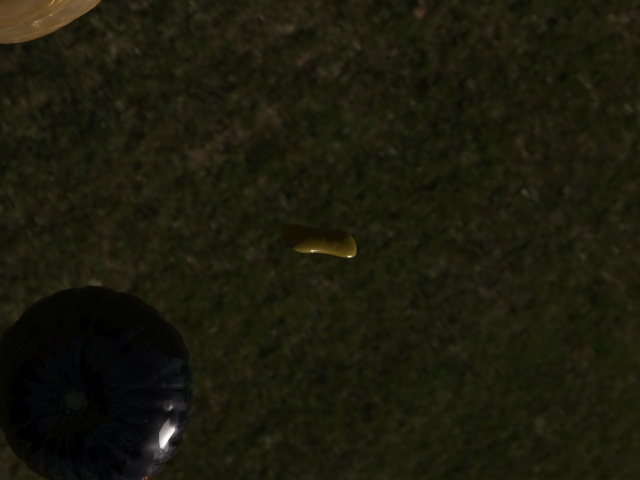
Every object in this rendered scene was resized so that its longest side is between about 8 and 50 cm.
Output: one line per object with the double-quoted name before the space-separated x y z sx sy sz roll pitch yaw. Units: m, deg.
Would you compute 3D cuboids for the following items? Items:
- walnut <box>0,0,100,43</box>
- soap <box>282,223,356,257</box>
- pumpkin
"walnut" -0.233 -0.309 1.103 0.252 0.277 0.313 33 108 -33
"soap" 0.000 0.000 1.433 0.089 0.034 0.012 6 142 -38
"pumpkin" -0.214 0.142 1.398 0.202 0.202 0.140 -45 174 10
